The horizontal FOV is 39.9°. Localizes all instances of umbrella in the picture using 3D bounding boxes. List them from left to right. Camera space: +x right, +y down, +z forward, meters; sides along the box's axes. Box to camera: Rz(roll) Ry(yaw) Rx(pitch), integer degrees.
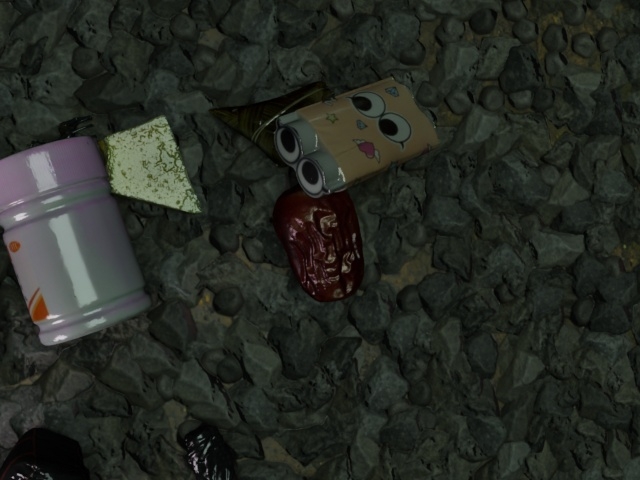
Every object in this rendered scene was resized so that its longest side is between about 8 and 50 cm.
[{"bbox_3d":[-0.163,0.493,1.617,0.094,0.090,0.326,-23,94,-15],"label":"umbrella"}]

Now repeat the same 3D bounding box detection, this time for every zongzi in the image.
[{"bbox_3d":[-0.085,-0.259,1.658,0.184,0.084,0.187,35,75,1],"label":"zongzi"}]

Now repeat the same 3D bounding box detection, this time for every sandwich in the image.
[{"bbox_3d":[-0.323,-0.113,1.612,0.162,0.058,0.193,-23,95,-10],"label":"sandwich"}]

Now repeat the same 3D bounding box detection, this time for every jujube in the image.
[{"bbox_3d":[0.000,0.000,1.635,0.155,0.155,0.230,-16,102,-12],"label":"jujube"}]

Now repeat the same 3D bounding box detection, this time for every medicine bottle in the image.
[{"bbox_3d":[-0.431,0.001,1.510,0.202,0.202,0.316,-19,93,-12],"label":"medicine bottle"}]

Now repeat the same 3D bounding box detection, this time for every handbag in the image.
[{"bbox_3d":[-0.476,0.433,1.489,0.155,0.215,0.169,28,87,-19],"label":"handbag"}]

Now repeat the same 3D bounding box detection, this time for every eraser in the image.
[{"bbox_3d":[0.069,-0.188,1.617,0.290,0.087,0.171,-25,72,-34],"label":"eraser"}]

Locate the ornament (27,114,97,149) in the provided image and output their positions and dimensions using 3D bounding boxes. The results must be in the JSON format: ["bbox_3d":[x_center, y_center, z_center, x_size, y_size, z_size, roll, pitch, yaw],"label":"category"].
[{"bbox_3d":[-0.466,-0.188,1.579,0.125,0.073,0.028,-23,133,-8],"label":"ornament"}]
